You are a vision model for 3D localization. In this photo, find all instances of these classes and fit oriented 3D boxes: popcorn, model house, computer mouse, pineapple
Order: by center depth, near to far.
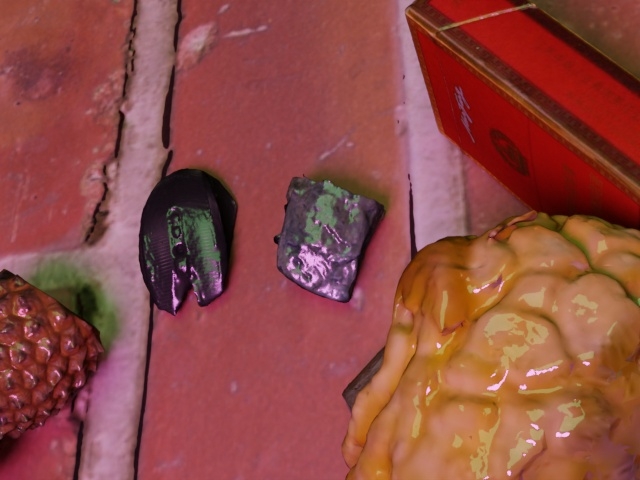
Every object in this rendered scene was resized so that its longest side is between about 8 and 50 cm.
[{"bbox_3d":[0.133,0.105,0.630,0.250,0.250,0.190,-38,22,-7],"label":"popcorn"},{"bbox_3d":[-0.270,0.158,0.781,0.130,0.119,0.277,40,74,-13],"label":"pineapple"},{"bbox_3d":[0.000,0.000,0.829,0.078,0.066,0.083,17,83,14],"label":"model house"},{"bbox_3d":[-0.110,-0.006,0.866,0.079,0.047,0.135,-12,59,11],"label":"computer mouse"}]

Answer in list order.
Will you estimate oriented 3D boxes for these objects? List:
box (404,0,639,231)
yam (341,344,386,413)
[{"bbox_3d":[0.169,-0.073,0.757,0.074,0.153,0.240,-41,57,-4],"label":"box"},{"bbox_3d":[0.071,0.091,0.741,0.069,0.070,0.146,36,74,31],"label":"yam"}]
